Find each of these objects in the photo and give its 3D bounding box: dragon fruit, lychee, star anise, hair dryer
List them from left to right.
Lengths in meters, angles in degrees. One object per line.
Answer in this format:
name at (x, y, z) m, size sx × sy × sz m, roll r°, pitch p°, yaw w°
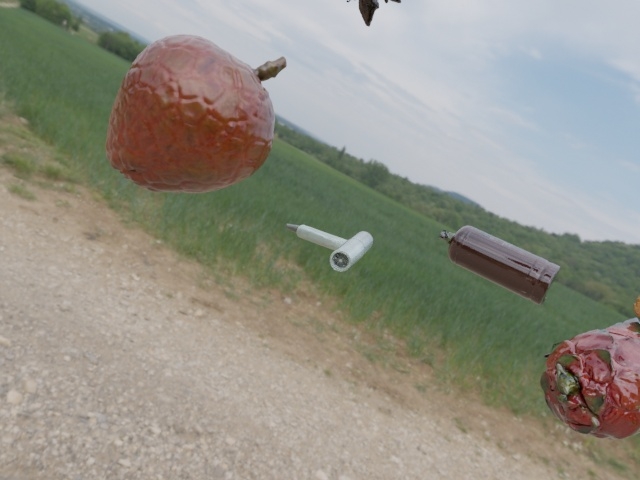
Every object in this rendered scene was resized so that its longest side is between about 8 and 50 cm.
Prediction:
lychee at (-0.185, -0.198, 0.828) m, size 0.255 × 0.300 × 0.255 m, roll 37°, pitch -6°, yaw 5°
hair dryer at (-0.004, 0.001, 1.033) m, size 0.183 × 0.044 × 0.155 m, roll 14°, pitch 17°, yaw 16°
star anise at (0.143, -0.593, 1.222) m, size 0.157 × 0.212 × 0.053 m, roll -3°, pitch 38°, yaw -17°
dragon fruit at (0.493, 0.236, 0.928) m, size 0.274 × 0.192 × 0.193 m, roll -5°, pitch 41°, yaw -39°

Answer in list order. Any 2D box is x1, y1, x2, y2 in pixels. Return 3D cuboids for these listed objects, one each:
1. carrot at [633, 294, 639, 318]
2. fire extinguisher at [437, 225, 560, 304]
carrot at (0.640, 0.154, 0.960) m, size 0.193 × 0.087 × 0.087 m, roll 25°, pitch 8°, yaw -27°
fire extinguisher at (0.456, 0.048, 1.455) m, size 0.337 × 0.114 × 0.135 m, roll 29°, pitch -5°, yaw 27°
